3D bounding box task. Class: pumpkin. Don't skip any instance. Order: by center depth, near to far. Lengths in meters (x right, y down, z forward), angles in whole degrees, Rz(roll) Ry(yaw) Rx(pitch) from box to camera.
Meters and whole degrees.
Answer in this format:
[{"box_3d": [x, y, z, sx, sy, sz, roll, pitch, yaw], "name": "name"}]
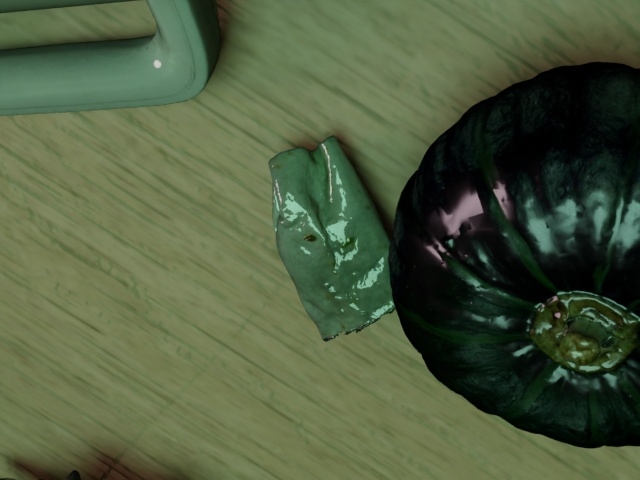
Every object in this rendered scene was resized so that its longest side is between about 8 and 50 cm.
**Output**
[{"box_3d": [0.131, 0.013, 0.409, 0.201, 0.140, 0.202, 9, 125, 12], "name": "pumpkin"}]

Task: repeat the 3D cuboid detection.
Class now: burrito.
[{"box_3d": [0.003, -0.001, 0.498, 0.074, 0.044, 0.118, -17, 112, 26], "name": "burrito"}]

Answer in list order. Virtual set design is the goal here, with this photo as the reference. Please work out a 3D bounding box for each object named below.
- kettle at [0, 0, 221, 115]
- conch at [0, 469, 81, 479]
[{"box_3d": [-0.152, -0.190, 0.389, 0.317, 0.265, 0.205, -3, 82, 16], "name": "kettle"}, {"box_3d": [-0.147, 0.302, 0.622, 0.240, 0.186, 0.313, -25, 86, 15], "name": "conch"}]
